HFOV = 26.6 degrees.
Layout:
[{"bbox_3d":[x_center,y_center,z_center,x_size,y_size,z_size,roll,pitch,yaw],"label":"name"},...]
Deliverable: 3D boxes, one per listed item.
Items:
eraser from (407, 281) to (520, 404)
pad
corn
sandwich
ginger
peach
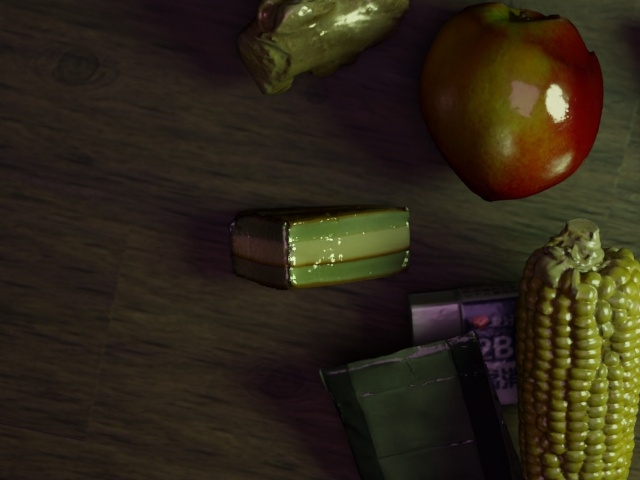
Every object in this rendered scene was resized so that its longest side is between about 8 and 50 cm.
[{"bbox_3d":[0.203,0.110,1.449,0.210,0.068,0.124,-6,105,0],"label":"eraser"},{"bbox_3d":[0.111,0.204,1.442,0.174,0.022,0.233,-15,122,10],"label":"pad"},{"bbox_3d":[0.260,0.147,1.362,0.130,0.130,0.347,-3,109,-1],"label":"corn"},{"bbox_3d":[0.000,0.000,1.450,0.163,0.113,0.079,-9,103,-35],"label":"sandwich"},{"bbox_3d":[0.021,-0.225,1.360,0.213,0.137,0.074,-31,68,-12],"label":"ginger"},{"bbox_3d":[0.192,-0.133,1.347,0.197,0.197,0.197,0,101,-1],"label":"peach"}]
